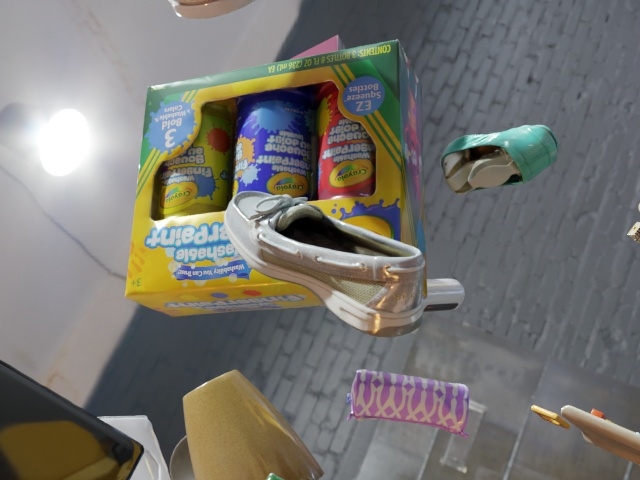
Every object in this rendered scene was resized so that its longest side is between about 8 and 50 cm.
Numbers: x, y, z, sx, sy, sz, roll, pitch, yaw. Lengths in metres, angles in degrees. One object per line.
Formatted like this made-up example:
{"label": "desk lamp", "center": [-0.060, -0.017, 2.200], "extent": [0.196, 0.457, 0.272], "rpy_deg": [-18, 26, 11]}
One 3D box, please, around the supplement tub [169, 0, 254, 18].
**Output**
{"label": "supplement tub", "center": [-0.180, -0.474, 1.047], "extent": [0.191, 0.191, 0.272], "rpy_deg": [-59, -37, -35]}

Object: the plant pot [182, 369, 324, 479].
{"label": "plant pot", "center": [-0.152, 0.385, 1.425], "extent": [0.237, 0.254, 0.237], "rpy_deg": [-27, -10, -5]}

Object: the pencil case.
{"label": "pencil case", "center": [0.147, 0.271, 1.255], "extent": [0.086, 0.206, 0.088], "rpy_deg": [90, -173, -59]}

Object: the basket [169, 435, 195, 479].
{"label": "basket", "center": [-0.212, 0.508, 1.637], "extent": [0.204, 0.154, 0.227], "rpy_deg": [-50, -38, -3]}

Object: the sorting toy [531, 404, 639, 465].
{"label": "sorting toy", "center": [0.567, 0.369, 1.422], "extent": [0.196, 0.347, 0.047], "rpy_deg": [44, -109, -48]}

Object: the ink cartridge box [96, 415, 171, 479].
{"label": "ink cartridge box", "center": [-0.318, 0.383, 1.052], "extent": [0.100, 0.172, 0.237], "rpy_deg": [15, -54, -48]}

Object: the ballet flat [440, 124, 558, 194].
{"label": "ballet flat", "center": [0.224, -0.106, 1.056], "extent": [0.087, 0.083, 0.247], "rpy_deg": [-36, 11, -22]}

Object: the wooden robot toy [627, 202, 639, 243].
{"label": "wooden robot toy", "center": [0.596, -0.064, 1.254], "extent": [0.173, 0.076, 0.079], "rpy_deg": [-36, 1, 3]}

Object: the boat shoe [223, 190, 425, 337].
{"label": "boat shoe", "center": [-0.001, 0.001, 0.903], "extent": [0.118, 0.320, 0.103], "rpy_deg": [-16, -56, -36]}

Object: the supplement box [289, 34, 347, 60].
{"label": "supplement box", "center": [0.033, -0.257, 1.346], "extent": [0.188, 0.104, 0.081], "rpy_deg": [52, -152, -37]}

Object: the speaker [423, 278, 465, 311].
{"label": "speaker", "center": [0.180, 0.091, 1.238], "extent": [0.136, 0.055, 0.055], "rpy_deg": [3, -73, -48]}

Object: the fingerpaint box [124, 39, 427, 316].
{"label": "fingerpaint box", "center": [-0.068, -0.085, 1.188], "extent": [0.163, 0.444, 0.371], "rpy_deg": [40, -132, -63]}

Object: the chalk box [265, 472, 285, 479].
{"label": "chalk box", "center": [0.016, 0.430, 0.828], "extent": [0.179, 0.288, 0.180], "rpy_deg": [-62, 3, 41]}

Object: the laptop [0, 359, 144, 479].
{"label": "laptop", "center": [-0.430, 0.286, 0.625], "extent": [0.408, 0.381, 0.236], "rpy_deg": [-57, 7, -1]}
